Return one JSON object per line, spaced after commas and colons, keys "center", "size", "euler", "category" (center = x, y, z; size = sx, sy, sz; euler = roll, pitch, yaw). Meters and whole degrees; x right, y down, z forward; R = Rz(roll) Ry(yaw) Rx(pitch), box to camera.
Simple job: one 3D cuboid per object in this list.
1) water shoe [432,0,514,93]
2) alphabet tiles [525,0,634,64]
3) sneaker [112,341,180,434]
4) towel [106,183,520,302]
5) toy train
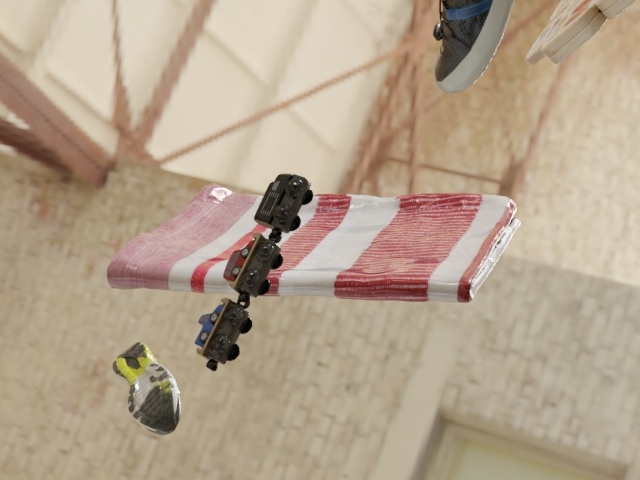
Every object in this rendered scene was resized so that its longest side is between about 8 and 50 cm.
{"center": [0.101, -0.197, 1.100], "size": [0.073, 0.080, 0.203], "euler": [-82, 10, -53], "category": "water shoe"}
{"center": [0.273, -0.262, 1.306], "size": [0.021, 0.278, 0.284], "euler": [41, -128, -7], "category": "alphabet tiles"}
{"center": [-0.090, 0.087, 0.898], "size": [0.031, 0.083, 0.035], "euler": [-41, -59, 3], "category": "sneaker"}
{"center": [0.000, 0.000, 1.449], "size": [0.237, 0.329, 0.037], "euler": [-47, -44, -64], "category": "towel"}
{"center": [-0.052, 0.021, 1.162], "size": [0.158, 0.036, 0.027], "euler": [-65, -31, -12], "category": "toy train"}
